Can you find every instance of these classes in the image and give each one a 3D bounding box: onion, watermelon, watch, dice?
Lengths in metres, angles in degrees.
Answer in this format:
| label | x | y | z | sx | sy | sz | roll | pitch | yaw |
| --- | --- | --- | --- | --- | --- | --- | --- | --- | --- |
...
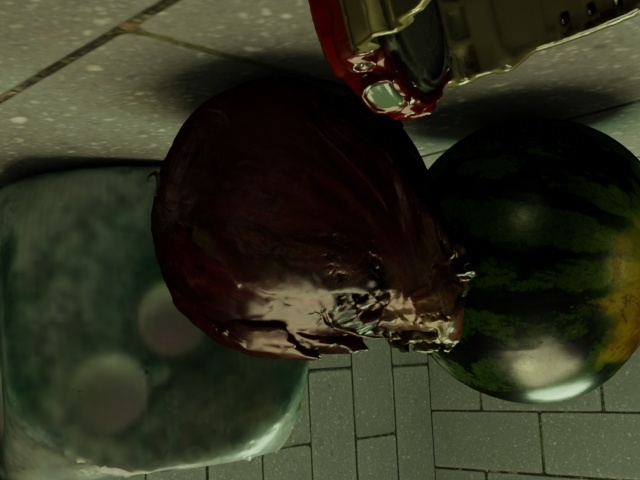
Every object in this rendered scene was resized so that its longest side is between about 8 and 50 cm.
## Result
| label | x | y | z | sx | sy | sz | roll | pitch | yaw |
| --- | --- | --- | --- | --- | --- | --- | --- | --- | --- |
| onion | -0.018 | -0.008 | 0.700 | 0.281 | 0.221 | 0.281 | 26 | 172 | 4 |
| watermelon | 0.195 | 0.016 | 0.791 | 0.269 | 0.269 | 0.269 | -3 | 172 | 0 |
| watch | 0.125 | -0.134 | 0.364 | 0.268 | 0.102 | 0.165 | -15 | 176 | 19 |
| dice | -0.220 | 0.107 | 1.013 | 0.328 | 0.348 | 0.330 | -1 | 173 | -25 |
